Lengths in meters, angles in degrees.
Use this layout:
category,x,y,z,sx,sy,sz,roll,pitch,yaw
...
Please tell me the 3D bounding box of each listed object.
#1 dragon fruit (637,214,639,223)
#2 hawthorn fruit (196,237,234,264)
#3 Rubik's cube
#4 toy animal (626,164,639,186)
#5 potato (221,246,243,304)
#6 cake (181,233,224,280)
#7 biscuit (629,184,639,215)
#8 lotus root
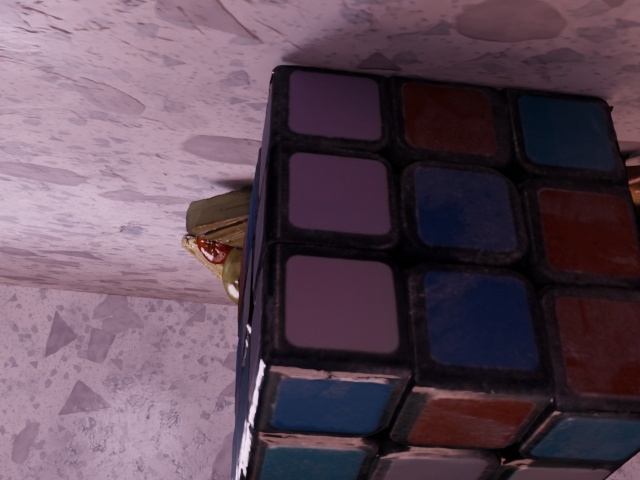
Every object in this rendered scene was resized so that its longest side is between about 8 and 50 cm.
category,x,y,z,sx,sy,sz,roll,pitch,yaw
dragon fruit,0.471,0.029,1.142,0.261,0.189,0.163,5,149,44
hawthorn fruit,-0.189,0.002,1.659,0.093,0.093,0.093,5,170,1
Rubik's cube,0.093,0.076,0.870,0.358,0.362,0.363,5,144,-5
toy animal,0.331,-0.069,1.040,0.229,0.067,0.224,-6,176,-7
potato,-0.030,0.053,1.540,0.307,0.173,0.210,1,171,-37
cake,-0.207,0.019,1.896,0.185,0.116,0.079,46,146,-23
biscuit,0.501,-0.053,1.148,0.249,0.030,0.160,3,170,9
lotus root,-0.118,-0.045,1.372,0.144,0.070,0.143,-16,159,23
